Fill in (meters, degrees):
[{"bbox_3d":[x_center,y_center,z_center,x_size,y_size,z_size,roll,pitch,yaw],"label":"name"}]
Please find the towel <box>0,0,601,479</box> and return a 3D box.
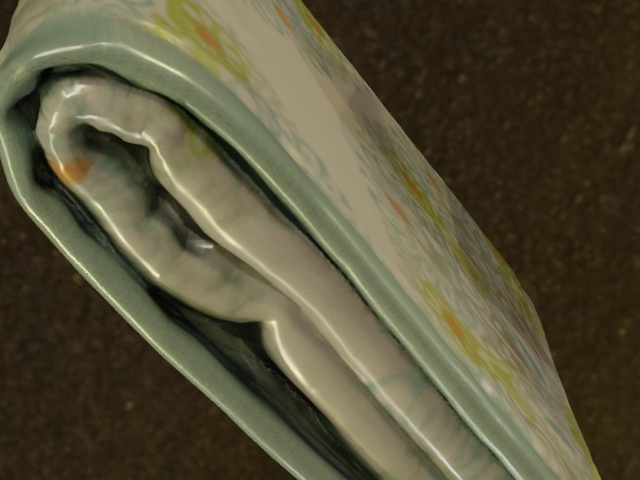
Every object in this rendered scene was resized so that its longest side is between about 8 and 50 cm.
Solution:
[{"bbox_3d":[0.000,0.000,0.763,0.090,0.320,0.374,-35,114,11],"label":"towel"}]
